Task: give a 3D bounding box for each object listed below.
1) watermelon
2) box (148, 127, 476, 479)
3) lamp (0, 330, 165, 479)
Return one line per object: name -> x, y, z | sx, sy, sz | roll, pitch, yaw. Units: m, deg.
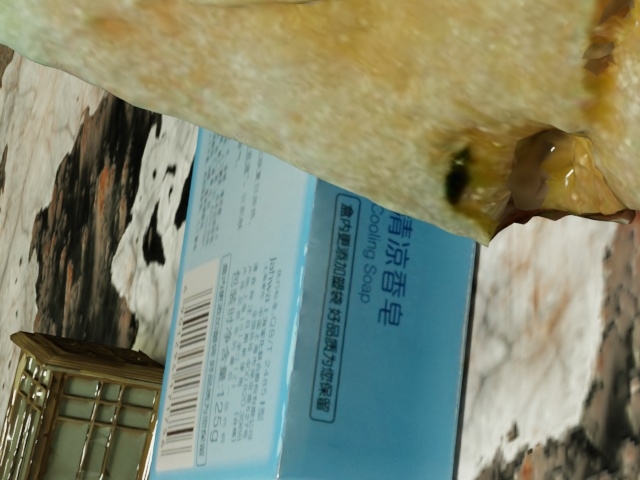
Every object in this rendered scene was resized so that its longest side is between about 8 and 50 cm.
watermelon -> 0.039, -0.122, 0.547 | 0.151, 0.302, 0.264 | -62, 3, -39
box -> 0.000, 0.000, 0.758 | 0.142, 0.083, 0.232 | -22, 57, 63
lamp -> -0.162, 0.220, 1.007 | 0.090, 0.089, 0.325 | 22, 99, 66
